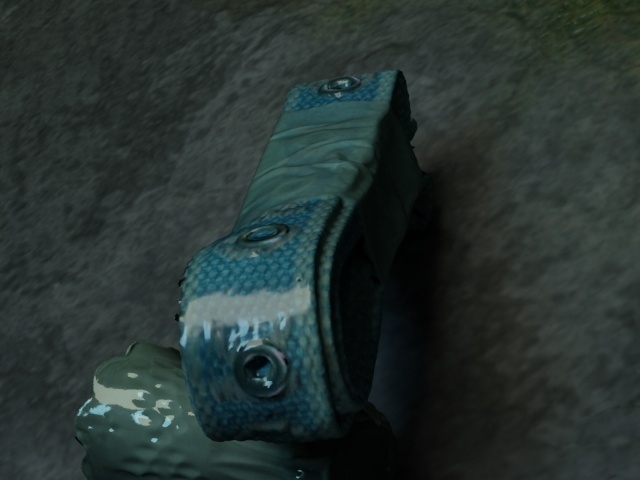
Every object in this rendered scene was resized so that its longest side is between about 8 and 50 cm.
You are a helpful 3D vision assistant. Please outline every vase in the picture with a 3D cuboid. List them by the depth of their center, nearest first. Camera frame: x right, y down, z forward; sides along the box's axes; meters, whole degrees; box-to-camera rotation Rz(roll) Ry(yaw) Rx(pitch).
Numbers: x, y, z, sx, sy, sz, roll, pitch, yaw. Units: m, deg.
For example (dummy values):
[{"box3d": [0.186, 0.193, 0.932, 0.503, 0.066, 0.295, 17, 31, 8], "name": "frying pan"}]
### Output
[{"box3d": [-0.034, 0.093, 0.834, 0.149, 0.081, 0.081, 6, 50, 43], "name": "vase"}]

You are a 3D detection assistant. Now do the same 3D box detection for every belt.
[{"box3d": [0.000, 0.000, 0.847, 0.072, 0.087, 0.302, -11, 20, 15], "name": "belt"}]
